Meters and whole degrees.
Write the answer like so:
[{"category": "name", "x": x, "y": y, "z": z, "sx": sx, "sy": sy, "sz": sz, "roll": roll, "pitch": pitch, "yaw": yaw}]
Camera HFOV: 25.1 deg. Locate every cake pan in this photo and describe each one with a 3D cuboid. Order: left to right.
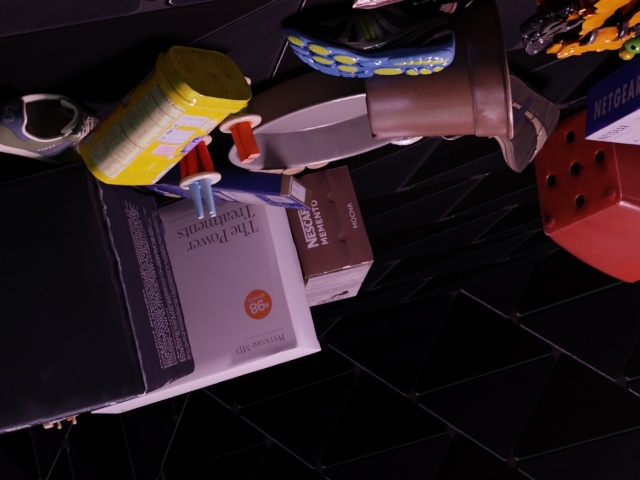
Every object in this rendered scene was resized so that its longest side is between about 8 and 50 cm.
[{"category": "cake pan", "x": 0.016, "y": -0.166, "z": 1.895, "sx": 0.293, "sy": 0.054, "sz": 0.293, "roll": -14, "pitch": 169, "yaw": -3}]

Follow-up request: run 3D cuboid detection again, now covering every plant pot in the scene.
[{"category": "plant pot", "x": 0.133, "y": -0.192, "z": 1.686, "sx": 0.165, "sy": 0.167, "sz": 0.167, "roll": -7, "pitch": 170, "yaw": 4}, {"category": "plant pot", "x": 0.502, "y": -0.103, "z": 2.384, "sx": 0.235, "sy": 0.267, "sz": 0.267, "roll": 8, "pitch": 158, "yaw": -33}]

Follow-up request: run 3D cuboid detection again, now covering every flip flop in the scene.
[{"category": "flip flop", "x": 0.261, "y": -0.184, "z": 2.059, "sx": 0.112, "sy": 0.080, "sz": 0.277, "roll": -54, "pitch": 146, "yaw": 4}]

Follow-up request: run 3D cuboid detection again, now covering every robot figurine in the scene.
[{"category": "robot figurine", "x": 0.343, "y": -0.292, "z": 1.616, "sx": 0.211, "sy": 0.085, "sz": 0.291, "roll": -10, "pitch": 168, "yaw": -20}]

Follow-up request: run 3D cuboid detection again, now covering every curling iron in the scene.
[{"category": "curling iron", "x": 0.116, "y": -0.160, "z": 2.101, "sx": 0.274, "sy": 0.035, "sz": 0.068, "roll": -8, "pitch": 167, "yaw": -31}]

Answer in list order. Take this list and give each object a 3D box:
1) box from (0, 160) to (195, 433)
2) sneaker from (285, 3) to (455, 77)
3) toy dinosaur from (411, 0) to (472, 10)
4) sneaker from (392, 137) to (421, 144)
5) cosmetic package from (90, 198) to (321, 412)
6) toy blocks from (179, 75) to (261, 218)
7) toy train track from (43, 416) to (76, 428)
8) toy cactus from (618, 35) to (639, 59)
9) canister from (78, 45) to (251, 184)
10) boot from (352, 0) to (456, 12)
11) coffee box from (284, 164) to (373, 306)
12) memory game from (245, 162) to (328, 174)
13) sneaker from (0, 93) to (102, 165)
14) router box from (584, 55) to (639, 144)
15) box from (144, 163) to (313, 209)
[{"category": "box", "x": -0.448, "y": 0.107, "z": 1.874, "sx": 0.479, "sy": 0.297, "sz": 0.472, "roll": -15, "pitch": 176, "yaw": 2}, {"category": "sneaker", "x": 0.055, "y": -0.227, "z": 1.600, "sx": 0.188, "sy": 0.078, "sz": 0.067, "roll": 1, "pitch": 161, "yaw": 2}, {"category": "toy dinosaur", "x": 0.168, "y": -0.297, "z": 1.232, "sx": 0.218, "sy": 0.164, "sz": 0.322, "roll": -28, "pitch": 151, "yaw": -15}, {"category": "sneaker", "x": 0.148, "y": -0.180, "z": 2.036, "sx": 0.135, "sy": 0.052, "sz": 0.058, "roll": -21, "pitch": 160, "yaw": -4}, {"category": "cosmetic package", "x": -0.213, "y": 0.089, "z": 2.265, "sx": 0.377, "sy": 0.284, "sz": 0.097, "roll": -19, "pitch": 168, "yaw": 20}, {"category": "toy blocks", "x": -0.122, "y": -0.111, "z": 1.741, "sx": 0.123, "sy": 0.148, "sz": 0.054, "roll": -19, "pitch": 169, "yaw": 22}, {"category": "toy train track", "x": -0.342, "y": 0.240, "z": 1.890, "sx": 0.048, "sy": 0.014, "sz": 0.083, "roll": -16, "pitch": 177, "yaw": 13}, {"category": "toy cactus", "x": 0.474, "y": -0.294, "z": 1.805, "sx": 0.219, "sy": 0.112, "sz": 0.180, "roll": -6, "pitch": 147, "yaw": -28}, {"category": "canister", "x": -0.177, "y": -0.137, "z": 1.622, "sx": 0.170, "sy": 0.073, "sz": 0.126, "roll": -40, "pitch": 160, "yaw": 28}, {"category": "boot", "x": 0.087, "y": -0.263, "z": 1.544, "sx": 0.114, "sy": 0.037, "sz": 0.106, "roll": -18, "pitch": 156, "yaw": -1}, {"category": "coffee box", "x": 0.000, "y": 0.000, "z": 2.408, "sx": 0.118, "sy": 0.168, "sz": 0.297, "roll": -14, "pitch": 168, "yaw": -6}, {"category": "memory game", "x": -0.025, "y": -0.128, "z": 2.140, "sx": 0.186, "sy": 0.012, "sz": 0.186, "roll": -15, "pitch": 169, "yaw": -3}, {"category": "sneaker", "x": -0.295, "y": -0.129, "z": 1.639, "sx": 0.086, "sy": 0.064, "sz": 0.192, "roll": -17, "pitch": 167, "yaw": 39}, {"category": "router box", "x": 0.573, "y": -0.196, "z": 2.066, "sx": 0.301, "sy": 0.082, "sz": 0.335, "roll": 5, "pitch": 175, "yaw": -5}, {"category": "box", "x": -0.135, "y": -0.078, "z": 2.049, "sx": 0.225, "sy": 0.037, "sz": 0.136, "roll": 5, "pitch": 174, "yaw": 13}]
